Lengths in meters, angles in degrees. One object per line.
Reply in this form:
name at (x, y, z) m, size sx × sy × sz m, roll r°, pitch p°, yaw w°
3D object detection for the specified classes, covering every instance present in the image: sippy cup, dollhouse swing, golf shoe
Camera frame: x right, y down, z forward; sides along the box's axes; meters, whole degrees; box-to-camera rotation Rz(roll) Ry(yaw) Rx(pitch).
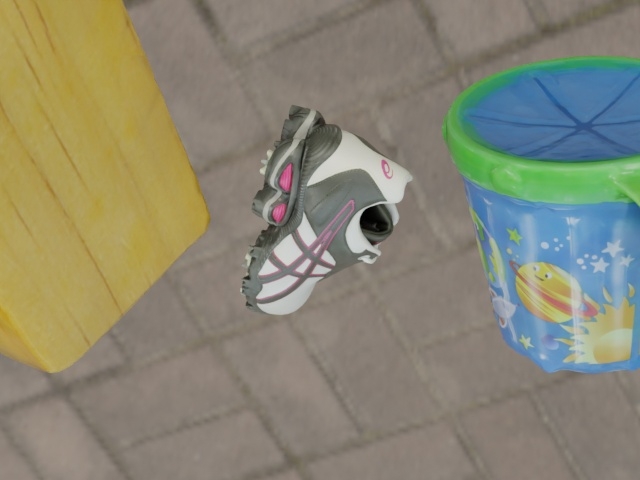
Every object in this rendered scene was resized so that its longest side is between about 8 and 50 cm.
sippy cup at (0.232, -0.015, 1.504) m, size 0.240 × 0.305 × 0.224 m, roll 1°, pitch 118°, yaw 16°
dollhouse swing at (-0.286, -0.013, 0.666) m, size 0.347 × 0.305 × 0.315 m, roll 19°, pitch 154°, yaw 21°
golf shoe at (0.000, 0.000, 1.518) m, size 0.120 × 0.105 × 0.273 m, roll 21°, pitch 150°, yaw 5°
